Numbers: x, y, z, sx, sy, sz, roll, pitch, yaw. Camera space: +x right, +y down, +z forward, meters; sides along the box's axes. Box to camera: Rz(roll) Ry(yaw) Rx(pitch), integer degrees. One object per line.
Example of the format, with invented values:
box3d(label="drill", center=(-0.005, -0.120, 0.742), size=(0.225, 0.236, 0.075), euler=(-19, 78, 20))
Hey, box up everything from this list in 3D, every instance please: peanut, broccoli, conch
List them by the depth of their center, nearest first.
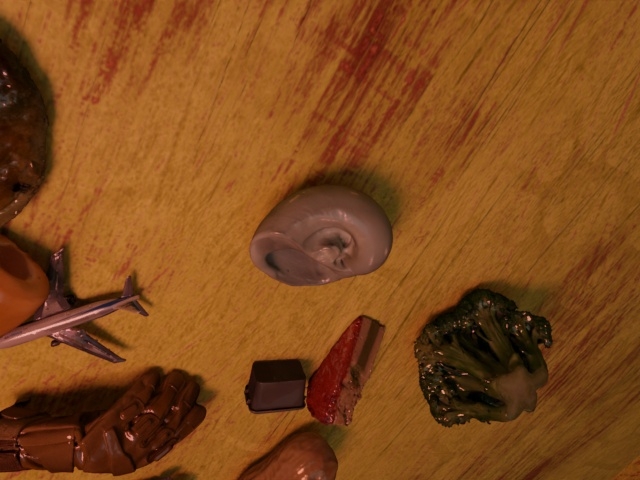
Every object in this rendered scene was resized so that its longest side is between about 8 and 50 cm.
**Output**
box3d(label="conch", center=(0.001, -0.002, 0.631), size=(0.220, 0.121, 0.185), euler=(6, 116, -17))
box3d(label="broccoli", center=(0.330, 0.254, 0.828), size=(0.265, 0.245, 0.295), euler=(34, 81, -12))
box3d(label="peanut", center=(-0.091, 0.559, 0.926), size=(0.313, 0.152, 0.152), euler=(-42, 123, 9))

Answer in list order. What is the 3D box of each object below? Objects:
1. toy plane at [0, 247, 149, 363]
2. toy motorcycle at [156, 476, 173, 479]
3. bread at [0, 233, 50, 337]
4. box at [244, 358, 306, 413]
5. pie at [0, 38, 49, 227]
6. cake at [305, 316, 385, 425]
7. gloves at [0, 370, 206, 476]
box3d(label="toy plane", center=(-0.382, 0.119, 0.616), size=(0.226, 0.058, 0.226), euler=(-13, 120, -5))
box3d(label="toy motorcycle", center=(-0.385, 0.566, 0.882), size=(0.193, 0.061, 0.124), euler=(-32, 131, 12))
box3d(label="bread", center=(-0.517, 0.112, 0.533), size=(0.305, 0.091, 0.142), euler=(-36, 102, 5))
box3d(label="box", center=(-0.086, 0.284, 0.800), size=(0.122, 0.084, 0.069), euler=(3, 111, -21))
box3d(label="pie", center=(-0.438, -0.114, 0.419), size=(0.276, 0.078, 0.277), euler=(-18, 122, -31))
box3d(label="cake", center=(0.044, 0.265, 0.854), size=(0.086, 0.116, 0.221), euler=(26, 76, -32))
box3d(label="gloves", center=(-0.366, 0.326, 0.697), size=(0.330, 0.141, 0.154), euler=(0, 118, -18))
